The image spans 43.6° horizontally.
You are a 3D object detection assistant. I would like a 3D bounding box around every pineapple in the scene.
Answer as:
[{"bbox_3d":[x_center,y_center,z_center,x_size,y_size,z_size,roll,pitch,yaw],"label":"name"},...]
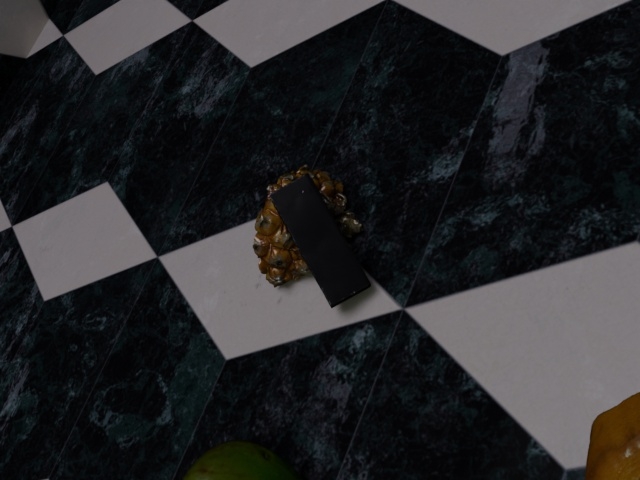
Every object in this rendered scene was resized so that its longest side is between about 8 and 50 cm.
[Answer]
[{"bbox_3d":[-0.022,-0.037,1.428,0.164,0.140,0.250,19,72,43],"label":"pineapple"}]

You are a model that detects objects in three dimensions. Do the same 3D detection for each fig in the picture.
[{"bbox_3d":[-0.117,0.392,1.199,0.190,0.181,0.181,-4,58,12],"label":"fig"}]

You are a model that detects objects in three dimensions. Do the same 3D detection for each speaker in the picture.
[{"bbox_3d":[0.000,0.000,1.355,0.082,0.044,0.218,-30,81,-4],"label":"speaker"}]

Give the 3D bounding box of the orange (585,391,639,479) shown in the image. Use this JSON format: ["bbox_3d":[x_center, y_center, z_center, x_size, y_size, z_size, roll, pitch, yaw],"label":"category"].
[{"bbox_3d":[0.405,0.260,0.851,0.248,0.183,0.249,10,111,28],"label":"orange"}]
